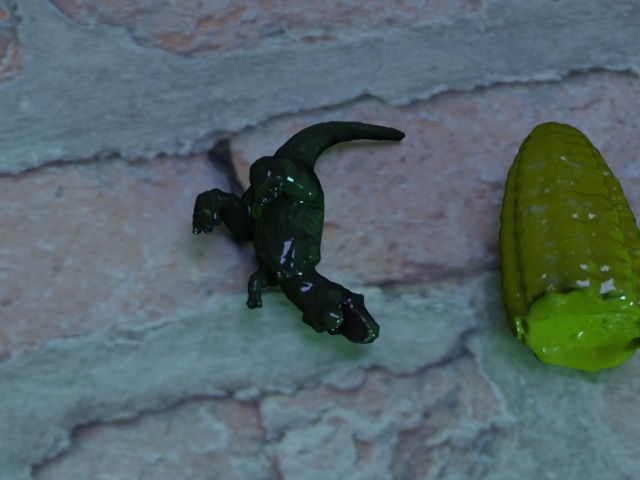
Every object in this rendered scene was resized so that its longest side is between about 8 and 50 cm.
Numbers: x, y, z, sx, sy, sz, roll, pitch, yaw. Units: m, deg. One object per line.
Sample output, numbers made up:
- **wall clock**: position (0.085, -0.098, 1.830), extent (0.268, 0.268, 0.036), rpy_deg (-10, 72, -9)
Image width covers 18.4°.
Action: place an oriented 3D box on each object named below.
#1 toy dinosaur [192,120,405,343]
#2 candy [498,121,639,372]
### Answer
- **toy dinosaur**: position (0.000, 0.000, 1.411), extent (0.179, 0.087, 0.187), rpy_deg (9, 60, -53)
- **candy**: position (0.176, -0.006, 1.408), extent (0.106, 0.094, 0.199), rpy_deg (5, 46, -8)
